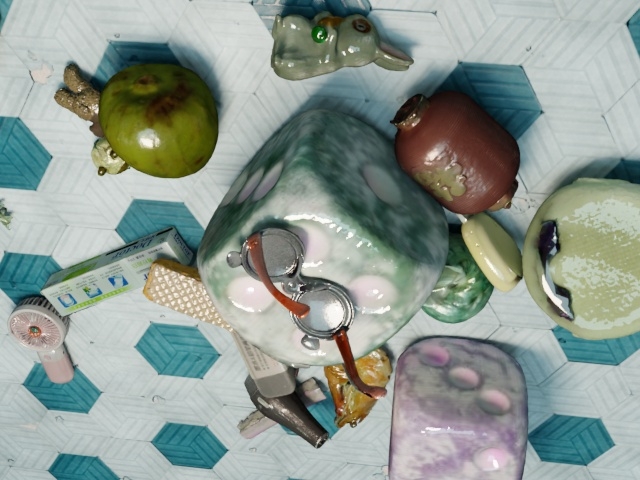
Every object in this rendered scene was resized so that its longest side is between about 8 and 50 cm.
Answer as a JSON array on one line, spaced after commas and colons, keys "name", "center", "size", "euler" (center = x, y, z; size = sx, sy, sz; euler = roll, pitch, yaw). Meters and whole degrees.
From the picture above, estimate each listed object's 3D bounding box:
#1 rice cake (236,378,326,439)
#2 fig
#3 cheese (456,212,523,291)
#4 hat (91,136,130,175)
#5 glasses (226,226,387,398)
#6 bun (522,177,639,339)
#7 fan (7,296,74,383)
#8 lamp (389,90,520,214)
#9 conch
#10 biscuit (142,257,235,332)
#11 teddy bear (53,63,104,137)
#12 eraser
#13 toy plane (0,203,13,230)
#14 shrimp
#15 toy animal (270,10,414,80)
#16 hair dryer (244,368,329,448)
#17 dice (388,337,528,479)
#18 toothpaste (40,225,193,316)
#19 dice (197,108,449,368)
[{"name": "rice cake", "center": [-0.093, 0.402, 1.908], "size": [0.270, 0.049, 0.055], "euler": [-33, 129, 26]}, {"name": "fig", "center": [-0.277, -0.194, 1.419], "size": [0.203, 0.203, 0.225], "euler": [0, 145, 9]}, {"name": "cheese", "center": [0.289, -0.027, 1.505], "size": [0.050, 0.127, 0.255], "euler": [-35, 96, 36]}, {"name": "hat", "center": [-0.401, -0.159, 1.544], "size": [0.077, 0.059, 0.076], "euler": [-21, 115, 27]}, {"name": "glasses", "center": [-0.026, 0.116, 1.155], "size": [0.118, 0.268, 0.234], "euler": [-35, 114, 8]}, {"name": "bun", "center": [0.511, 0.025, 1.467], "size": [0.293, 0.187, 0.293], "euler": [2, 101, 11]}, {"name": "fan", "center": [-0.625, 0.235, 1.852], "size": [0.130, 0.074, 0.244], "euler": [-3, 126, 10]}, {"name": "lamp", "center": [0.234, -0.146, 1.389], "size": [0.258, 0.180, 0.180], "euler": [39, 122, -20]}, {"name": "conch", "center": [0.241, 0.074, 1.566], "size": [0.196, 0.134, 0.202], "euler": [3, 134, -5]}, {"name": "biscuit", "center": [-0.169, 0.139, 1.630], "size": [0.378, 0.054, 0.094], "euler": [22, 113, -5]}, {"name": "teddy bear", "center": [-0.408, -0.244, 1.470], "size": [0.160, 0.078, 0.119], "euler": [27, 121, -10]}, {"name": "eraser", "center": [-0.146, 0.176, 1.709], "size": [0.089, 0.061, 0.352], "euler": [-15, 111, 17]}, {"name": "toy plane", "center": [-0.676, -0.055, 1.676], "size": [0.083, 0.033, 0.080], "euler": [29, 126, -4]}, {"name": "shrimp", "center": [0.069, 0.331, 1.831], "size": [0.154, 0.062, 0.294], "euler": [21, 124, 9]}, {"name": "toy animal", "center": [0.029, -0.326, 1.346], "size": [0.236, 0.138, 0.108], "euler": [-6, 87, -14]}, {"name": "hair dryer", "center": [-0.037, 0.302, 1.779], "size": [0.235, 0.091, 0.272], "euler": [37, 113, 25]}, {"name": "dice", "center": [0.284, 0.387, 1.702], "size": [0.271, 0.270, 0.270], "euler": [4, 126, 5]}, {"name": "toothpaste", "center": [-0.431, 0.069, 1.707], "size": [0.336, 0.067, 0.081], "euler": [-20, 120, 21]}, {"name": "dice", "center": [0.000, 0.000, 1.429], "size": [0.330, 0.328, 0.348], "euler": [36, 123, -16]}]
